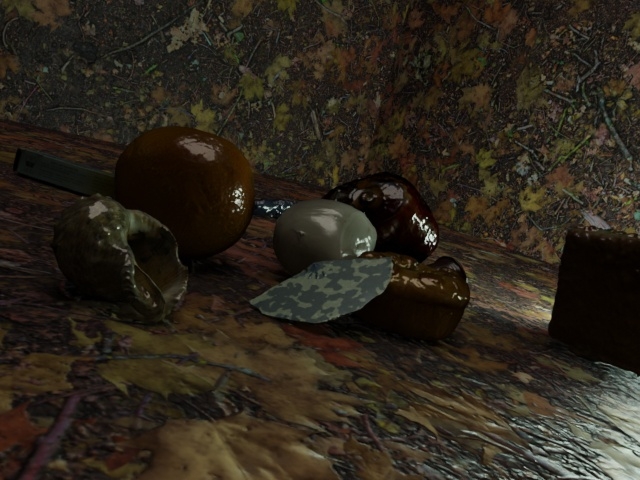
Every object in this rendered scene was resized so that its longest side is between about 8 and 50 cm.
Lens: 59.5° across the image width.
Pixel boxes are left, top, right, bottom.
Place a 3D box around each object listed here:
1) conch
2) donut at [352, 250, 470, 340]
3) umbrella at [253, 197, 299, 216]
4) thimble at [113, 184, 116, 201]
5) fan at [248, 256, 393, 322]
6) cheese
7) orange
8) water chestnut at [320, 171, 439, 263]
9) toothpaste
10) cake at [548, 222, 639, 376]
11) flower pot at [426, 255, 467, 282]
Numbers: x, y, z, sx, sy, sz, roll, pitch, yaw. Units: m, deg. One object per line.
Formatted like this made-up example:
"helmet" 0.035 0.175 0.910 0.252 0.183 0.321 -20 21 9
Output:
"conch" -0.249 0.019 0.726 0.207 0.130 0.155 37 50 23
"donut" 0.152 0.091 0.981 0.226 0.114 0.226 14 10 -3
"umbrella" -0.174 -0.102 1.775 0.248 0.071 0.071 2 16 -39
"thimble" -0.395 -0.121 1.264 0.137 0.144 0.190 5 15 -45
"fan" 0.009 0.075 0.866 0.240 0.009 0.131 -16 38 -11
"cheese" 0.000 0.000 1.094 0.188 0.155 0.198 12 33 24
"orange" -0.248 -0.090 1.022 0.264 0.264 0.264 15 9 -2
"water chestnut" 0.123 -0.027 1.288 0.288 0.245 0.289 -14 8 2
"toothpaste" -0.604 -0.156 1.385 0.312 0.071 0.089 17 6 13
"cake" 0.623 0.120 1.107 0.290 0.282 0.255 2 9 -39
"flower pot" 0.243 0.091 1.194 0.089 0.111 0.111 -5 19 -30
